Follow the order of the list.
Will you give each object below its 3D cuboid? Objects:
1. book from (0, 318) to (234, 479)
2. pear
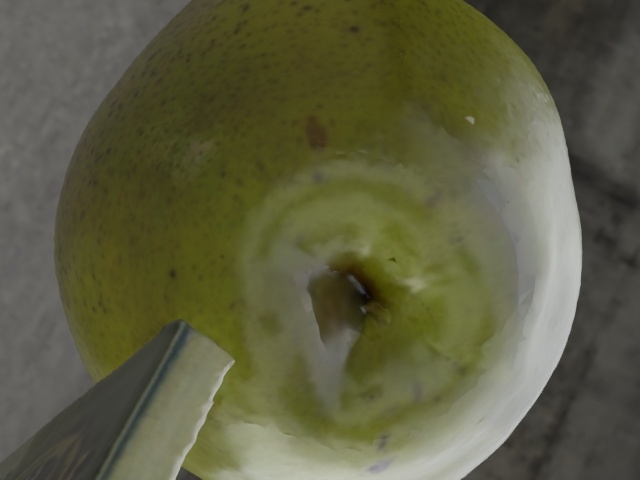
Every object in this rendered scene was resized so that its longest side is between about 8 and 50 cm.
[{"bbox_3d":[-0.155,0.162,0.412,0.322,0.018,0.228,-39,-166,31],"label":"book"},{"bbox_3d":[0.000,0.000,0.963,0.294,0.294,0.294,-64,177,-7],"label":"pear"}]
